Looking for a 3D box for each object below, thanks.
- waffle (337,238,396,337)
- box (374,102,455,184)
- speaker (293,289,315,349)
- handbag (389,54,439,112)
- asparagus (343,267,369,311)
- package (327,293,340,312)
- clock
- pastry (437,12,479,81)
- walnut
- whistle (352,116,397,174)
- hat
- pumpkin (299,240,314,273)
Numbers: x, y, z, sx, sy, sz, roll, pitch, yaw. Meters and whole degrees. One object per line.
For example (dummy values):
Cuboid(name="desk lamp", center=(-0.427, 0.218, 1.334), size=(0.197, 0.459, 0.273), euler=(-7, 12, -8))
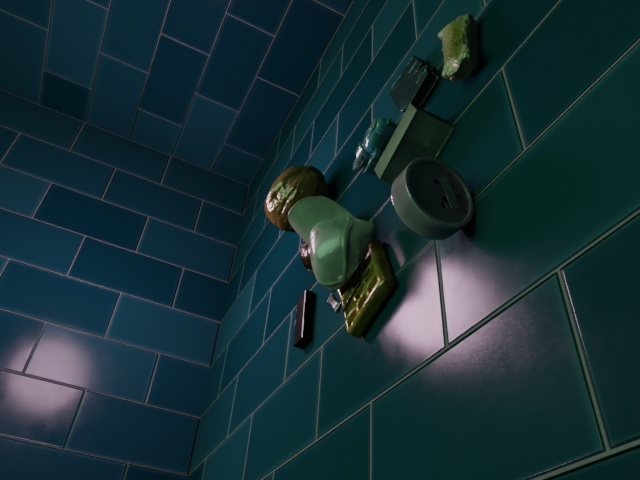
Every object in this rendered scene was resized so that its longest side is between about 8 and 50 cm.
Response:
Cuboid(name="waffle", center=(0.136, 0.140, 1.690), size=(0.221, 0.055, 0.247), euler=(-61, 19, 25))
Cuboid(name="box", center=(0.271, -0.267, 1.622), size=(0.225, 0.130, 0.086), euler=(-62, 18, 23))
Cuboid(name="speaker", center=(-0.060, 0.300, 2.115), size=(0.082, 0.044, 0.218), euler=(-53, 24, 42))
Cuboid(name="handbag", center=(0.319, -0.533, 1.888), size=(0.179, 0.062, 0.229), euler=(-60, 20, 28))
Cuboid(name="asparagus", center=(0.106, 0.149, 1.658), size=(0.013, 0.016, 0.166), euler=(-16, -43, -58))
Cuboid(name="package", center=(0.046, 0.218, 1.940), size=(0.037, 0.015, 0.110), euler=(-62, 20, 5))
Cuboid(name="clock", center=(0.269, -0.101, 1.329), size=(0.068, 0.197, 0.196), euler=(-48, 28, 50))
Cuboid(name="pastry", center=(0.407, -0.559, 1.612), size=(0.121, 0.089, 0.258), euler=(-47, 29, 43))
Cuboid(name="walnut", center=(-0.099, -0.186, 2.435), size=(0.312, 0.252, 0.277), euler=(-60, 8, 16))
Cuboid(name="whistle", center=(0.190, -0.352, 2.034), size=(0.274, 0.093, 0.186), euler=(126, 157, -49))
Cuboid(name="hat", center=(0.007, 0.001, 1.760), size=(0.168, 0.301, 0.257), euler=(-32, -20, -53))
Cuboid(name="pumpkin", center=(0.012, -0.005, 2.003), size=(0.260, 0.189, 0.260), euler=(-54, 23, 35))
